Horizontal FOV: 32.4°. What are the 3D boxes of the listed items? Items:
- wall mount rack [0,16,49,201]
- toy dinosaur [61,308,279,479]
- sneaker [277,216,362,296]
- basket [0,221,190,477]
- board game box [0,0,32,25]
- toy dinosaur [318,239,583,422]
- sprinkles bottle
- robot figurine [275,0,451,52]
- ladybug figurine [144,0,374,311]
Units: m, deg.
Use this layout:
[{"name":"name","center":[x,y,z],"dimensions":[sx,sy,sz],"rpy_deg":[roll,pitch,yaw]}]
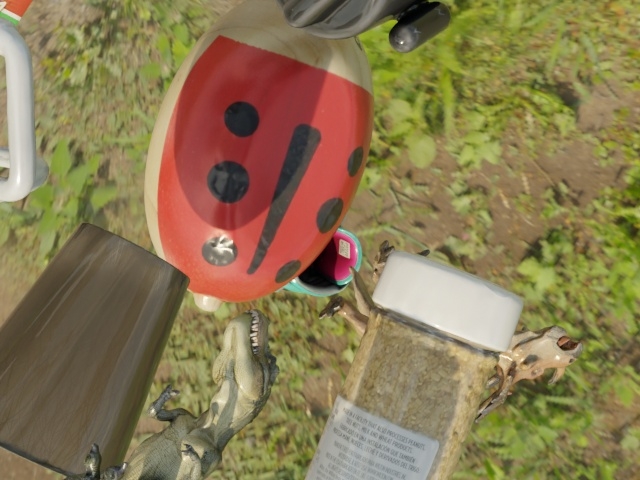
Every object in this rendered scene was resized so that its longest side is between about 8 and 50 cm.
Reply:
[{"name":"wall mount rack","center":[-0.319,-0.068,0.541],"dimensions":[0.350,0.304,0.130],"rpy_deg":[-22,119,-51]},{"name":"toy dinosaur","center":[-0.122,0.147,0.605],"dimensions":[0.268,0.118,0.064],"rpy_deg":[-46,67,8]},{"name":"sneaker","center":[0.000,0.000,1.731],"dimensions":[0.295,0.178,0.124],"rpy_deg":[-37,123,-46]},{"name":"basket","center":[-0.238,0.110,1.109],"dimensions":[0.204,0.154,0.227],"rpy_deg":[37,76,-39]},{"name":"board game box","center":[-0.526,-0.369,1.568],"dimensions":[0.316,0.242,0.064],"rpy_deg":[-47,65,27]},{"name":"toy dinosaur","center":[0.130,0.112,1.270],"dimensions":[0.200,0.295,0.127],"rpy_deg":[43,71,-32]},{"name":"sprinkles bottle","center":[0.051,0.190,0.918],"dimensions":[0.121,0.121,0.355],"rpy_deg":[21,90,-15]},{"name":"robot figurine","center":[0.048,-0.329,1.246],"dimensions":[0.173,0.278,0.209],"rpy_deg":[13,119,31]},{"name":"ladybug figurine","center":[-0.066,-0.109,1.465],"dimensions":[0.305,0.162,0.449],"rpy_deg":[14,98,-29]}]
